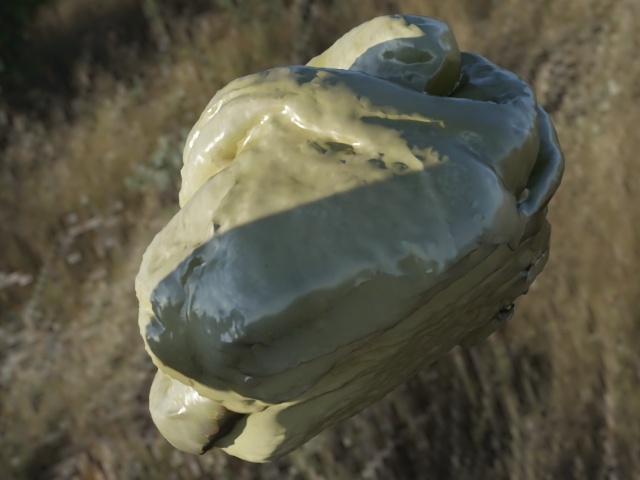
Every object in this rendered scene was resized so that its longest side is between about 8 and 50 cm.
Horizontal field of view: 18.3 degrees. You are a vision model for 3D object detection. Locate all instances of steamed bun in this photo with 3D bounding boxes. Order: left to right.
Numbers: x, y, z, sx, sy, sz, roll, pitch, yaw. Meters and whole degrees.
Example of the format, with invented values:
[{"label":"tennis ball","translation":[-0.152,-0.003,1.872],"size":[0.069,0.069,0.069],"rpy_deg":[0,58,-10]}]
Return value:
[{"label":"steamed bun","translation":[0.004,-0.003,1.411],"size":[0.324,0.230,0.372],"rpy_deg":[-32,-12,-17]}]
